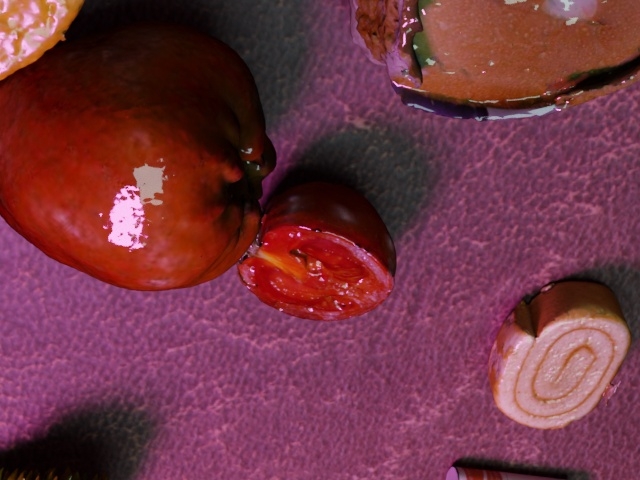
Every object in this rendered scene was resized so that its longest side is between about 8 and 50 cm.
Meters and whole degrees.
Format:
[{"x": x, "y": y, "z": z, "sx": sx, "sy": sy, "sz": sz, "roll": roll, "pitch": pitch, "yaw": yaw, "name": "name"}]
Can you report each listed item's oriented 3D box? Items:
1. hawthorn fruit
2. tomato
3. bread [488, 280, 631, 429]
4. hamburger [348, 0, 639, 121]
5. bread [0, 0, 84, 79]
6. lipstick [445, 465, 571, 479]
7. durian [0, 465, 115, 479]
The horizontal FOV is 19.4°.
[{"x": -0.171, "y": -0.074, "z": 1.524, "sx": 0.261, "sy": 0.224, "sz": 0.224, "roll": 12, "pitch": 124, "yaw": 10, "name": "hawthorn fruit"}, {"x": 0.000, "y": 0.000, "z": 1.664, "sx": 0.139, "sy": 0.091, "sz": 0.159, "roll": 22, "pitch": 145, "yaw": -12, "name": "tomato"}, {"x": 0.225, "y": 0.111, "z": 1.783, "sx": 0.122, "sy": 0.073, "sz": 0.149, "roll": 14, "pitch": 120, "yaw": -16, "name": "bread"}, {"x": 0.160, "y": -0.251, "z": 1.457, "sx": 0.277, "sy": 0.195, "sz": 0.318, "roll": 0, "pitch": 126, "yaw": -13, "name": "hamburger"}, {"x": -0.287, "y": -0.232, "z": 1.424, "sx": 0.268, "sy": 0.145, "sz": 0.268, "roll": -6, "pitch": 128, "yaw": -7, "name": "bread"}, {"x": 0.193, "y": 0.255, "z": 1.895, "sx": 0.131, "sy": 0.038, "sz": 0.038, "roll": 8, "pitch": 122, "yaw": -15, "name": "lipstick"}, {"x": -0.320, "y": 0.320, "z": 1.773, "sx": 0.355, "sy": 0.169, "sz": 0.157, "roll": -34, "pitch": 121, "yaw": 15, "name": "durian"}]
